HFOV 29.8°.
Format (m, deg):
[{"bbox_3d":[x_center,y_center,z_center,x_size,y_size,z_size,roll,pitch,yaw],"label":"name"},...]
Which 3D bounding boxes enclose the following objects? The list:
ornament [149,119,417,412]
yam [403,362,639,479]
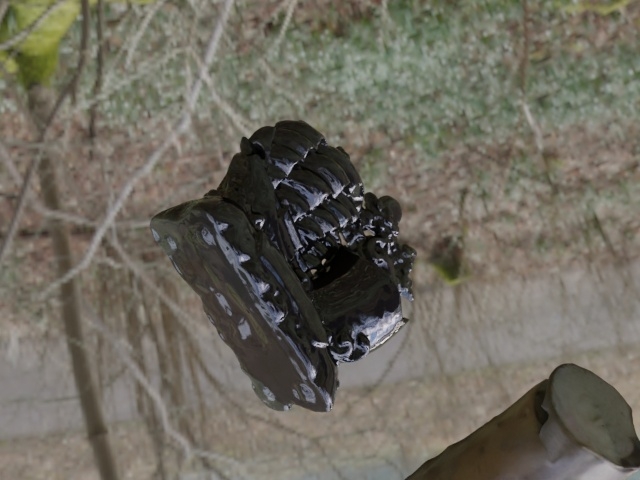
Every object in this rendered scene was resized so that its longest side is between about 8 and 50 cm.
[{"bbox_3d":[0.000,0.000,1.105,0.106,0.260,0.251,-11,117,46],"label":"ornament"},{"bbox_3d":[0.022,0.130,0.468,0.046,0.046,0.264,9,140,-34],"label":"yam"}]
